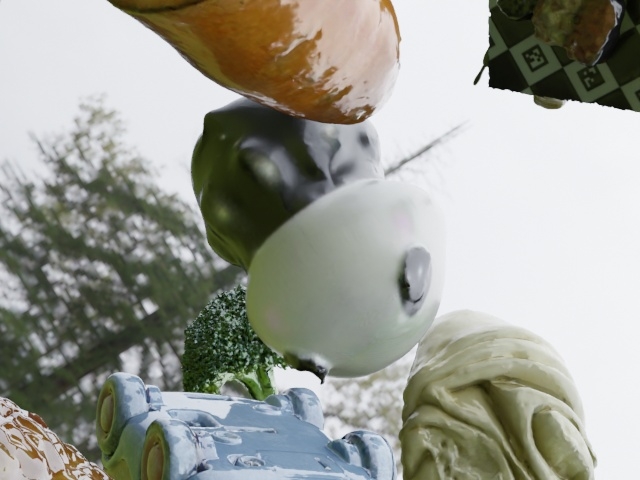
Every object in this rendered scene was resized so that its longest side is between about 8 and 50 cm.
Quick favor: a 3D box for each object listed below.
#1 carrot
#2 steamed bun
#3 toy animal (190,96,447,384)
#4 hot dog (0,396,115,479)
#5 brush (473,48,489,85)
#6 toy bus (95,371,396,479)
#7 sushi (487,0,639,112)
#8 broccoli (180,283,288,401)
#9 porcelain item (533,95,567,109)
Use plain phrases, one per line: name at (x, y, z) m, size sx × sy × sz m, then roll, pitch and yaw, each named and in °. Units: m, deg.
carrot at (-0.021, -0.159, 0.732) m, size 0.159 × 0.159 × 0.225 m, roll 37°, pitch 0°, yaw 42°
steamed bun at (0.213, 0.237, 1.268) m, size 0.203 × 0.289 × 0.276 m, roll -6°, pitch -44°, yaw 22°
toy animal at (0.000, 0.000, 1.218) m, size 0.310 × 0.251 × 0.251 m, roll 57°, pitch -19°, yaw 35°
hot dog at (-0.143, 0.238, 0.496) m, size 0.174 × 0.267 × 0.387 m, roll -5°, pitch -50°, yaw 48°
brush at (0.280, -0.297, 1.919) m, size 0.024 × 0.008 × 0.083 m, roll 53°, pitch -41°, yaw 28°
toy bus at (-0.080, 0.246, 0.926) m, size 0.294 × 0.197 × 0.232 m, roll 20°, pitch -80°, yaw 62°
sushi at (0.252, -0.241, 1.126) m, size 0.219 × 0.047 × 0.231 m, roll 16°, pitch -58°, yaw 35°
broccoli at (-0.117, 0.188, 1.757) m, size 0.194 × 0.219 × 0.194 m, roll 45°, pitch -19°, yaw 20°
porcelain item at (0.379, -0.254, 1.532) m, size 0.054 × 0.213 × 0.084 m, roll 44°, pitch -9°, yaw 26°
